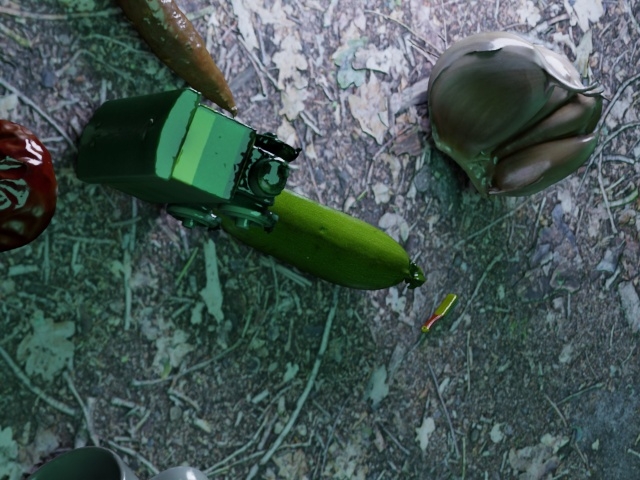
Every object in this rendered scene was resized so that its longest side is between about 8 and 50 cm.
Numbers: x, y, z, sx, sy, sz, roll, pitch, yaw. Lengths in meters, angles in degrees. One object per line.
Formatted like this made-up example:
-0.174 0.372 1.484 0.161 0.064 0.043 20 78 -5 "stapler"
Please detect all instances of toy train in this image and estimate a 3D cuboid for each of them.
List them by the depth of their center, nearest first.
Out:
-0.159 -0.092 1.733 0.202 0.301 0.120 24 80 -28 "toy train"

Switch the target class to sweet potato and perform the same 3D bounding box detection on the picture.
-0.200 -0.269 1.828 0.072 0.066 0.314 -45 122 -19 "sweet potato"

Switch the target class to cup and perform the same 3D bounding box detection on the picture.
-0.226 0.376 1.759 0.258 0.186 0.234 -29 124 11 "cup"

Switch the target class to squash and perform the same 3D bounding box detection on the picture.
0.000 0.000 1.987 0.379 0.101 0.101 20 81 -37 "squash"

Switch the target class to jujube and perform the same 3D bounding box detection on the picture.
-0.413 -0.047 1.628 0.230 0.155 0.155 -23 108 -29 "jujube"

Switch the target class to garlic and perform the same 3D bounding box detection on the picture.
0.284 -0.190 2.115 0.210 0.292 0.237 0 54 -45 "garlic"

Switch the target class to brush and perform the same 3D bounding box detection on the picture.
0.182 0.116 2.191 0.083 0.019 0.021 -47 130 -27 "brush"
